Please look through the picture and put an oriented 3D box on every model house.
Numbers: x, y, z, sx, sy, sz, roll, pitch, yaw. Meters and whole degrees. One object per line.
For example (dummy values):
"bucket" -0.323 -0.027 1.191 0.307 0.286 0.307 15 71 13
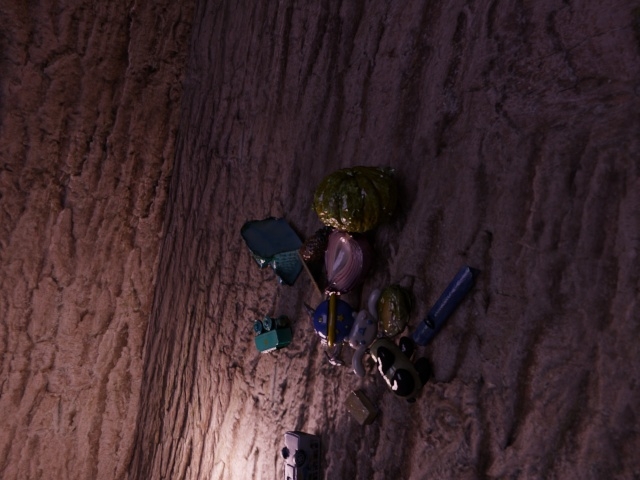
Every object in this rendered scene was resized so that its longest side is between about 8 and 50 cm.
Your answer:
"model house" -0.219 0.064 2.173 0.261 0.225 0.241 52 151 43

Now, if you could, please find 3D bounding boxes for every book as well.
"book" -0.047 0.135 2.022 0.012 0.118 0.172 -28 54 -4

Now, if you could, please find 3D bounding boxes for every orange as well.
"orange" 0.125 -0.139 1.731 0.300 0.301 0.224 10 118 45

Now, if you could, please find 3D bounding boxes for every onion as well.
"onion" 0.100 0.091 1.839 0.227 0.120 0.284 52 128 42

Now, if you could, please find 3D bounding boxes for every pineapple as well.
"pineapple" 0.000 0.000 1.992 0.198 0.108 0.108 -53 48 21

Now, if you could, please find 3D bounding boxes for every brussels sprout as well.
"brussels sprout" 0.251 0.234 1.660 0.139 0.100 0.181 -41 55 50

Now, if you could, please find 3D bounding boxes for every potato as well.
"potato" 0.144 0.593 1.742 0.122 0.061 0.086 41 112 44

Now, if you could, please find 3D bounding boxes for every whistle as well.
"whistle" 0.389 0.203 1.529 0.062 0.062 0.304 51 121 41

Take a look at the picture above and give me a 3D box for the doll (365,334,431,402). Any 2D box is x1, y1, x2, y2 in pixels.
"doll" 0.248 0.406 1.595 0.234 0.143 0.135 53 137 35

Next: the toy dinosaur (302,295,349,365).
"toy dinosaur" 0.034 0.341 1.904 0.162 0.077 0.294 -42 55 28

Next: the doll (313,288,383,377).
"doll" 0.095 0.331 1.766 0.159 0.242 0.311 153 117 -77

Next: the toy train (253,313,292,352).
"toy train" -0.215 0.411 2.164 0.197 0.107 0.155 -28 70 43

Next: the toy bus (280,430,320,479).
"toy bus" -0.074 0.902 1.879 0.109 0.135 0.330 -8 78 51
